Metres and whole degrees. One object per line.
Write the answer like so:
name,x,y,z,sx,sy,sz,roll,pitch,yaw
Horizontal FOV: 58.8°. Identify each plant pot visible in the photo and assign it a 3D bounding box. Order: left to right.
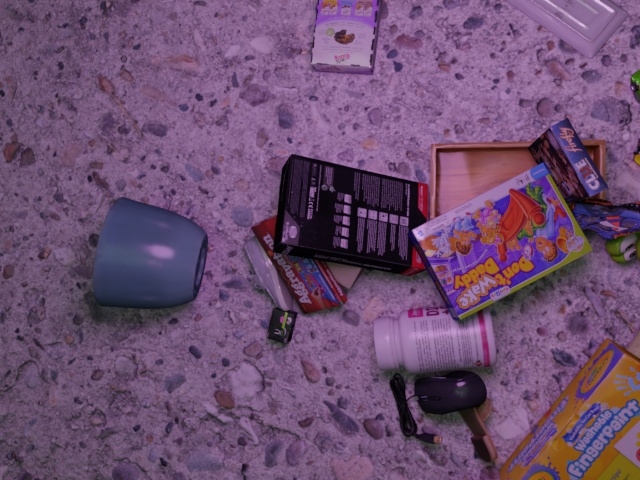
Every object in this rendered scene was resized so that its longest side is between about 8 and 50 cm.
plant pot,-0.430,0.049,1.501,0.235,0.293,0.292,10,91,-3

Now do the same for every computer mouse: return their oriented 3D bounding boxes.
computer mouse,0.290,0.423,1.417,0.262,0.060,0.184,-13,88,36

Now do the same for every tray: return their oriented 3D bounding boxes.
tray,0.485,-0.143,1.429,0.411,0.076,0.202,1,90,12
tray,0.620,-0.594,1.430,0.270,0.030,0.145,40,97,9

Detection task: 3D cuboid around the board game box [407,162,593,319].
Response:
board game box,0.414,0.003,1.330,0.347,0.078,0.233,-28,85,-3

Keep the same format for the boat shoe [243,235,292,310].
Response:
boat shoe,-0.146,0.094,1.548,0.081,0.079,0.227,-26,78,16

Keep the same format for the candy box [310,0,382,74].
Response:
candy box,0.069,-0.550,1.514,0.165,0.070,0.196,7,90,10

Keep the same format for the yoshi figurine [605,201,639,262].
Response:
yoshi figurine,0.845,-0.055,1.302,0.362,0.203,0.203,-43,89,10

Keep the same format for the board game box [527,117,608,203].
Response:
board game box,0.539,-0.166,1.258,0.042,0.243,0.165,-29,84,9

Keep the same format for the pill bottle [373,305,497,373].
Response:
pill bottle,0.282,0.246,1.417,0.283,0.160,0.160,-8,88,10

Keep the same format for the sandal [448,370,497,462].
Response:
sandal,0.404,0.432,1.446,0.079,0.088,0.240,-19,83,-23

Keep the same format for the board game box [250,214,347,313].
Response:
board game box,-0.056,0.060,1.474,0.145,0.027,0.281,-20,107,40

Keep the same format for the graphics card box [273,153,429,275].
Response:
graphics card box,0.080,-0.057,1.389,0.371,0.094,0.232,10,72,-17

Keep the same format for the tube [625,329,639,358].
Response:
tube,0.785,0.265,1.378,0.070,0.062,0.240,38,105,53

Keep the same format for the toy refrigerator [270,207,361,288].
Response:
toy refrigerator,0.000,0.000,1.487,0.270,0.102,0.094,33,131,10

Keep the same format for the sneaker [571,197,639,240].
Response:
sneaker,0.679,-0.040,1.286,0.221,0.083,0.087,18,117,50

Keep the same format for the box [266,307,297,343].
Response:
box,-0.104,0.230,1.546,0.062,0.052,0.083,14,93,10

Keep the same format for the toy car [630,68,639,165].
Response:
toy car,0.826,-0.314,1.376,0.239,0.053,0.224,-30,84,8

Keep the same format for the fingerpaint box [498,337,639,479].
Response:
fingerpaint box,0.704,0.519,1.319,0.371,0.163,0.444,34,102,9
